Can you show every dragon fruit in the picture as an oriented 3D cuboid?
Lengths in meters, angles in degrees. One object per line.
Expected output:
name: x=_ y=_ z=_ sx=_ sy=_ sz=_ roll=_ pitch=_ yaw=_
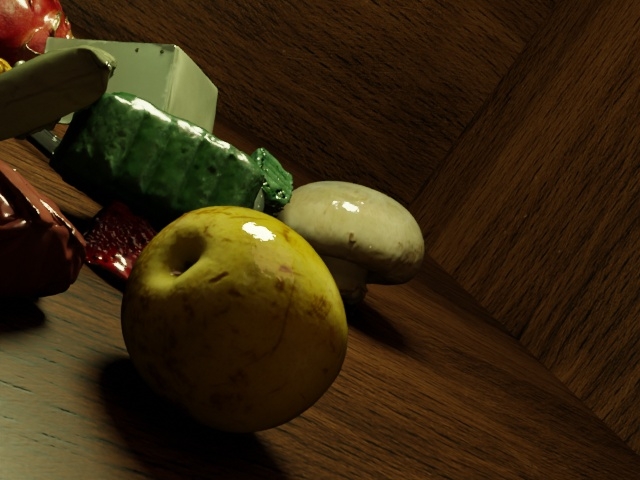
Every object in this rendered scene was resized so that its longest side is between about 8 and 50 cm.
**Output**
dragon fruit: x=-0.269 y=0.023 z=1.396 sx=0.192 sy=0.092 sz=0.122 roll=38 pitch=10 yaw=13
dragon fruit: x=-0.692 y=-0.489 z=2.034 sx=0.315 sy=0.250 sz=0.250 roll=51 pitch=2 yaw=-26

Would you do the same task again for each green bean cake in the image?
green bean cake: x=-0.277 y=-0.110 z=1.534 sx=0.308 sy=0.169 sz=0.300 roll=28 pitch=-13 yaw=-23
green bean cake: x=-0.155 y=-0.076 z=1.977 sx=0.107 sy=0.208 sz=0.193 roll=41 pitch=18 yaw=-20

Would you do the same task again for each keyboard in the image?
keyboard: x=-0.555 y=-0.217 z=1.799 sx=0.262 sy=0.016 sz=0.106 roll=39 pitch=10 yaw=18

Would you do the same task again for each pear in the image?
pear: x=-0.102 y=0.099 z=1.136 sx=0.281 sy=0.280 sz=0.280 roll=35 pitch=9 yaw=-7

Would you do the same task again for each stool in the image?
stool: x=-0.361 y=-0.257 z=1.780 sx=0.270 sy=0.170 sz=0.243 roll=7 pitch=-9 yaw=13

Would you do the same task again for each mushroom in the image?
mushroom: x=0.050 y=0.026 z=2.127 sx=0.362 sy=0.294 sz=0.362 roll=13 pitch=-10 yaw=2

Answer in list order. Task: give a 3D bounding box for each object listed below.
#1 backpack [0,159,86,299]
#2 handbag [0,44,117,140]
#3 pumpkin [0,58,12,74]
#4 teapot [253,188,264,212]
backpack: x=-0.384 y=-0.027 z=1.086 sx=0.229 sy=0.139 sz=0.229 roll=37 pitch=10 yaw=-8
handbag: x=-0.441 y=-0.198 z=1.353 sx=0.253 sy=0.316 sz=0.109 roll=-123 pitch=-171 yaw=-74
pumpkin: x=-0.623 y=-0.291 z=1.652 sx=0.119 sy=0.108 sz=0.183 roll=50 pitch=8 yaw=30
teapot: x=-0.242 y=-0.073 z=1.792 sx=0.251 sy=0.183 sz=0.183 roll=21 pitch=12 yaw=-12
